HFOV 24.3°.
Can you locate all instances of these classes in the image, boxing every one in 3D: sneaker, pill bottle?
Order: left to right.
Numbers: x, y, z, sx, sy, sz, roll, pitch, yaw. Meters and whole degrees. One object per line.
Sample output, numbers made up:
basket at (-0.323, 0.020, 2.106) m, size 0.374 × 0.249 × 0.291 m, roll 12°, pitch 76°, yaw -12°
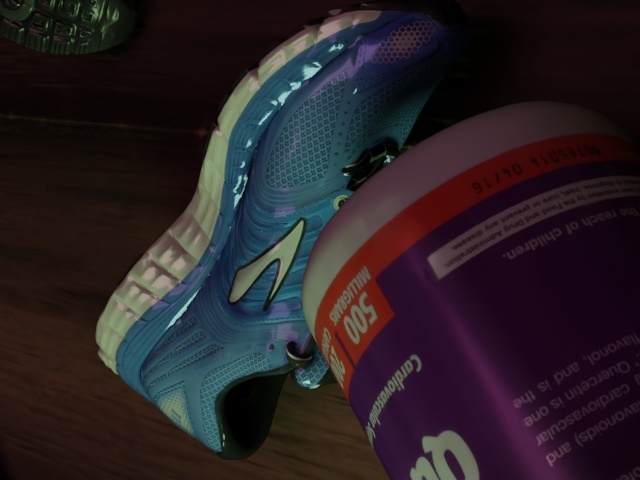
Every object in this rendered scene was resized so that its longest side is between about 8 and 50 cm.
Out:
sneaker at (-0.233, -0.246, 1.104) m, size 0.286 × 0.130 × 0.109 m, roll 40°, pitch 127°, yaw 14°
sneaker at (0.000, 0.000, 0.861) m, size 0.147 × 0.130 × 0.330 m, roll 46°, pitch 125°, yaw 20°
pill bottle at (0.132, 0.106, 0.655) m, size 0.181 × 0.182 × 0.323 m, roll -50°, pitch 55°, yaw 33°
